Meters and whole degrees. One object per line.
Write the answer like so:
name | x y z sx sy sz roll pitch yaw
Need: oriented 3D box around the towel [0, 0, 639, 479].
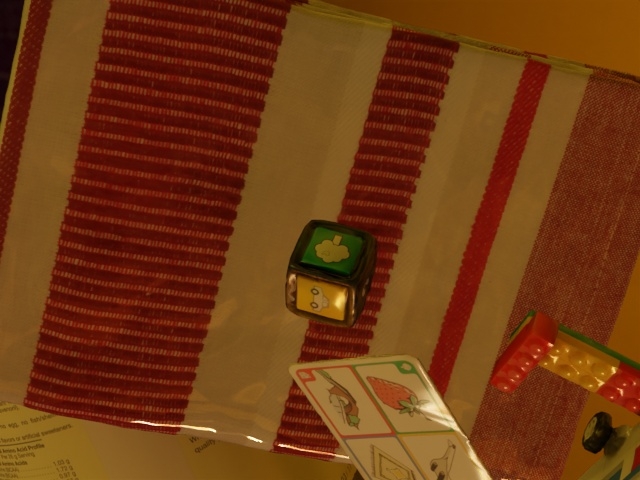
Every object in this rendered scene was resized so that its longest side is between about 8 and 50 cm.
towel | 0.000 0.000 0.678 0.329 0.037 0.237 11 -72 -13

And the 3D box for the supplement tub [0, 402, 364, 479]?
supplement tub | -0.123 0.091 0.905 0.235 0.235 0.325 -27 -74 -13

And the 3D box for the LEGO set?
LEGO set | 0.083 0.088 0.412 0.244 0.182 0.060 58 -141 -33
